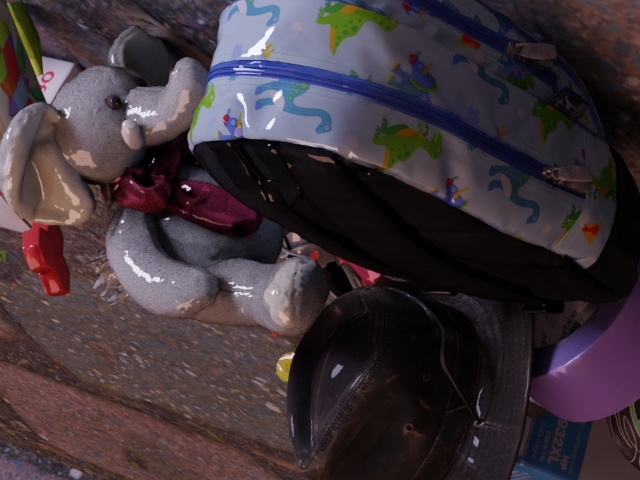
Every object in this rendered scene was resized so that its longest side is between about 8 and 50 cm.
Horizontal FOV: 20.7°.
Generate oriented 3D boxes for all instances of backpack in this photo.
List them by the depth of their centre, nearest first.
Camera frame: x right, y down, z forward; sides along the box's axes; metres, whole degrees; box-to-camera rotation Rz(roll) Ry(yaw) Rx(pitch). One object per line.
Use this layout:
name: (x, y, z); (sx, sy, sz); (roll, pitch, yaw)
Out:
backpack: (0.059, -0.085, 1.384); (0.355, 0.273, 0.290); (6, -175, -44)

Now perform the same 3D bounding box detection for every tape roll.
tape roll: (0.241, 0.064, 1.582); (0.080, 0.189, 0.189); (38, 157, -26)

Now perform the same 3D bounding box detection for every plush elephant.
plush elephant: (-0.138, -0.070, 1.612); (0.330, 0.272, 0.255); (-10, 124, 36)

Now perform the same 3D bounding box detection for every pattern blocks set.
pattern blocks set: (-0.296, -0.136, 1.668); (0.026, 0.285, 0.325); (-14, 134, 10)

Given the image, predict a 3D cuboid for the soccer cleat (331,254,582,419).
soccer cleat: (0.158, 0.034, 1.759); (0.331, 0.116, 0.143); (38, 123, 1)

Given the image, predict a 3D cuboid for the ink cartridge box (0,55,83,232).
ink cartridge box: (-0.369, -0.118, 1.894); (0.237, 0.172, 0.100); (14, 156, 30)

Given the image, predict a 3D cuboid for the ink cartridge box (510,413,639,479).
ink cartridge box: (0.313, 0.258, 1.970); (0.307, 0.129, 0.223); (24, 158, -18)

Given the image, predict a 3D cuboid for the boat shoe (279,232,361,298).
boat shoe: (0.000, 0.000, 1.867); (0.079, 0.081, 0.227); (8, 153, 41)

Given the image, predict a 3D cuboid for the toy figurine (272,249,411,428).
toy figurine: (0.138, 0.155, 1.824); (0.362, 0.217, 0.191); (51, 141, 29)

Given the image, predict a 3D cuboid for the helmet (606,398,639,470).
helmet: (0.353, 0.153, 1.698); (0.169, 0.161, 0.169); (23, 159, 9)

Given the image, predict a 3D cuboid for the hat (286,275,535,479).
hat: (0.050, 0.144, 1.587); (0.134, 0.331, 0.331); (18, 167, -35)
